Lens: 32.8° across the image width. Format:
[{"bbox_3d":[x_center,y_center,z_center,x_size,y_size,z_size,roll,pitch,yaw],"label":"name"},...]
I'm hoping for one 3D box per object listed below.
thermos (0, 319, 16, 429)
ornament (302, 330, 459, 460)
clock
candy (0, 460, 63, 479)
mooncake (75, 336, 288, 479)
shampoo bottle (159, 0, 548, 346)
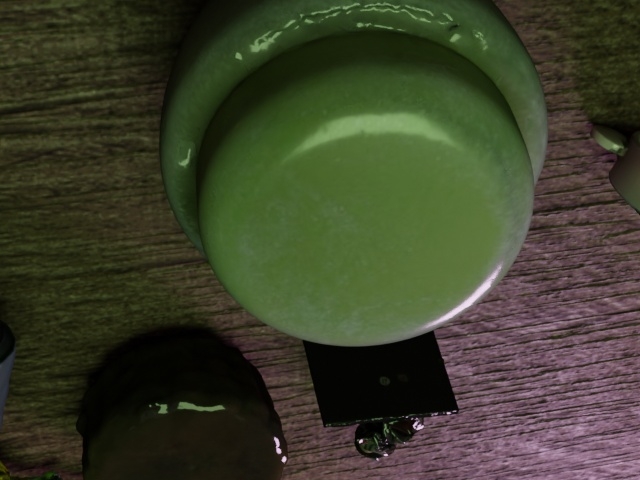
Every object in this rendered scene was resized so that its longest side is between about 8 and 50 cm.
[{"bbox_3d":[-0.412,0.203,1.102,0.145,0.182,0.287,-13,127,-52],"label":"thermos"},{"bbox_3d":[0.052,0.196,1.257,0.153,0.166,0.196,-4,140,-12],"label":"ornament"},{"bbox_3d":[0.383,-0.051,1.153,0.229,0.155,0.063,28,117,6],"label":"clock"},{"bbox_3d":[-0.310,0.285,1.254,0.262,0.073,0.077,10,110,-29],"label":"candy"},{"bbox_3d":[-0.155,0.213,1.208,0.228,0.124,0.228,-8,131,-9],"label":"mooncake"},{"bbox_3d":[0.026,-0.096,0.930,0.322,0.317,0.322,-3,131,-3],"label":"shampoo bottle"}]
